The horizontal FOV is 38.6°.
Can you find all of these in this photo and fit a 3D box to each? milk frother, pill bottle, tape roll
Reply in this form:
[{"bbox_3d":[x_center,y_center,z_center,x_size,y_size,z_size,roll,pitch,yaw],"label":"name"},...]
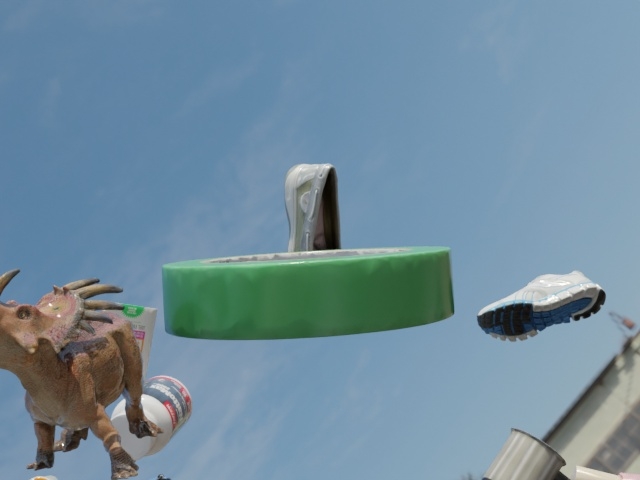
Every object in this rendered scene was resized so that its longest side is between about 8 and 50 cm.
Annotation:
[{"bbox_3d":[0.258,0.341,1.227,0.134,0.129,0.143,-52,10,-15],"label":"milk frother"},{"bbox_3d":[-0.294,0.305,1.554,0.108,0.108,0.180,-56,-3,12],"label":"pill bottle"},{"bbox_3d":[-0.013,0.053,1.018,0.321,0.321,0.077,-4,-89,-56],"label":"tape roll"}]

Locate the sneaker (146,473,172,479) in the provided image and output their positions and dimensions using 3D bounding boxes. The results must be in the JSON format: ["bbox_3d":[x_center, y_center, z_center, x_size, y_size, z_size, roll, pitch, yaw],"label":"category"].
[{"bbox_3d":[-0.368,0.605,2.072,0.147,0.129,0.330,-34,1,4],"label":"sneaker"}]

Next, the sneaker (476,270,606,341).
[{"bbox_3d":[0.321,0.092,1.366,0.191,0.083,0.071,-13,-57,-6],"label":"sneaker"}]

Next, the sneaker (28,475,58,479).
[{"bbox_3d":[-0.609,0.623,1.934,0.121,0.099,0.262,61,-129,-85],"label":"sneaker"}]

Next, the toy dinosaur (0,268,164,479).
[{"bbox_3d":[-0.234,0.118,0.914,0.296,0.127,0.200,-41,-54,-86],"label":"toy dinosaur"}]

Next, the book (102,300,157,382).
[{"bbox_3d":[-0.354,0.188,1.650,0.096,0.035,0.144,11,-98,-28],"label":"book"}]

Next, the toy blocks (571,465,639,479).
[{"bbox_3d":[0.544,0.594,1.563,0.309,0.260,0.288,-50,-28,-71],"label":"toy blocks"}]

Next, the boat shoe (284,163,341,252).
[{"bbox_3d":[0.002,-0.002,1.901,0.118,0.103,0.320,-14,-79,-48],"label":"boat shoe"}]
